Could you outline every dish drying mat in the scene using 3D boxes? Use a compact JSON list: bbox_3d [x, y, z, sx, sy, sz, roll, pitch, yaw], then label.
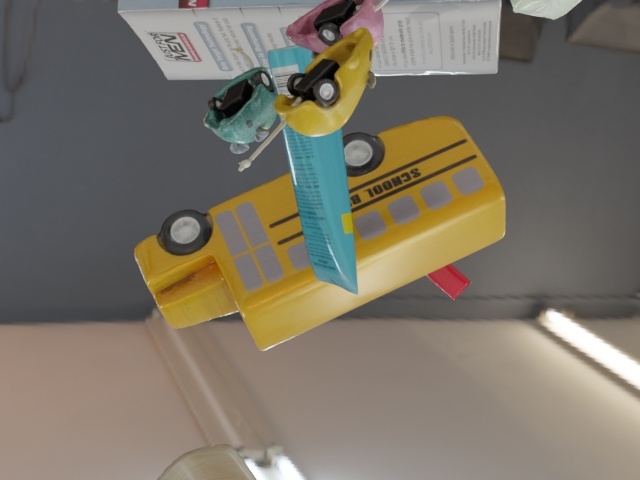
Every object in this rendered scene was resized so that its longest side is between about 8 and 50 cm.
[{"bbox_3d":[0.139,0.033,1.272,0.083,0.032,0.008,41,-159,3],"label":"dish drying mat"}]

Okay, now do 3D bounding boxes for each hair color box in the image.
[{"bbox_3d":[-0.001,-0.254,1.114,0.375,0.113,0.185,0,166,8],"label":"hair color box"}]

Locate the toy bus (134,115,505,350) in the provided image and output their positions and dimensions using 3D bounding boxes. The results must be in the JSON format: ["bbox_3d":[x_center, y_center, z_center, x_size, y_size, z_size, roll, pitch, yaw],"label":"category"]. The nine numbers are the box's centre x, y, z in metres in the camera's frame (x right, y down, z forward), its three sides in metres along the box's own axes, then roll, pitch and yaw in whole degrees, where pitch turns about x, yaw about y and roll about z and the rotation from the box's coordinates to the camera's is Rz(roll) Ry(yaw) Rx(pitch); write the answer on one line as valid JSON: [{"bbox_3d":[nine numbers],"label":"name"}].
[{"bbox_3d":[0.000,0.000,1.023,0.333,0.108,0.130,-25,-119,-5],"label":"toy bus"}]

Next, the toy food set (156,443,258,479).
[{"bbox_3d":[-0.133,0.383,1.039,0.092,0.219,0.306,3,-136,42],"label":"toy food set"}]

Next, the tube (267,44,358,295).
[{"bbox_3d":[-0.003,-0.060,0.888,0.052,0.207,0.080,-12,-169,-18],"label":"tube"}]

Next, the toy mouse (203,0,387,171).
[{"bbox_3d":[-0.012,-0.092,0.589,0.161,0.031,0.143,-47,-152,-14],"label":"toy mouse"}]

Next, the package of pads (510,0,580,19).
[{"bbox_3d":[0.305,-0.430,1.205,0.101,0.229,0.296,0,155,-38],"label":"package of pads"}]
